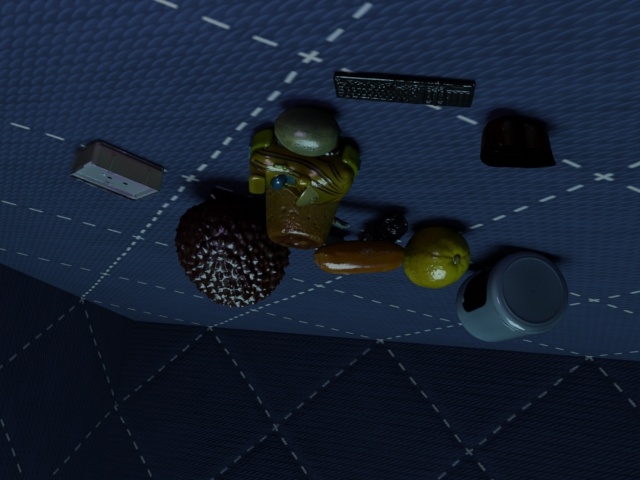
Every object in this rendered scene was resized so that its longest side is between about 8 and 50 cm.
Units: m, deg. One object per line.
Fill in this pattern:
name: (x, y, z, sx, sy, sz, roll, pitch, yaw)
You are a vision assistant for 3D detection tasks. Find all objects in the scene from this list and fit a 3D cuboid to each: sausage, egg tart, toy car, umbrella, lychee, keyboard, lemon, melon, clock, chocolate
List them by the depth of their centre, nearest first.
keyboard: (0.148, -0.270, 1.250, 0.250, 0.017, 0.087, 7, 163, 8)
chocolate: (0.366, -0.185, 1.314, 0.148, 0.080, 0.125, 6, 175, -15)
melon: (-0.026, -0.215, 1.368, 0.130, 0.098, 0.098, 7, 162, 1)
toy car: (-0.041, -0.146, 1.508, 0.247, 0.142, 0.200, 10, 163, 0)
egg tart: (-0.050, -0.063, 1.763, 0.202, 0.147, 0.202, 7, 164, 2)
clock: (-0.513, -0.172, 1.763, 0.192, 0.071, 0.147, 23, 157, -37)
sausage: (0.100, 0.042, 1.794, 0.238, 0.098, 0.098, 0, 163, -5)
lychee: (-0.238, 0.018, 1.869, 0.306, 0.330, 0.306, -12, -179, 0)
lemon: (0.311, 0.045, 1.891, 0.170, 0.170, 0.207, 19, 166, -29)
umbrella: (0.156, -0.005, 1.932, 0.094, 0.090, 0.326, 8, 162, -14)

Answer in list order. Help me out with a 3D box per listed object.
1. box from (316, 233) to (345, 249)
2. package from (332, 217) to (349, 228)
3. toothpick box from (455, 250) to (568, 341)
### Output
box: (0.000, 0.000, 2.022, 0.198, 0.029, 0.109, 20, -160, -29)
package: (0.036, -0.056, 1.954, 0.037, 0.015, 0.110, -1, 159, 43)
toothpick box: (0.561, 0.191, 2.096, 0.262, 0.263, 0.355, 12, 163, -10)
